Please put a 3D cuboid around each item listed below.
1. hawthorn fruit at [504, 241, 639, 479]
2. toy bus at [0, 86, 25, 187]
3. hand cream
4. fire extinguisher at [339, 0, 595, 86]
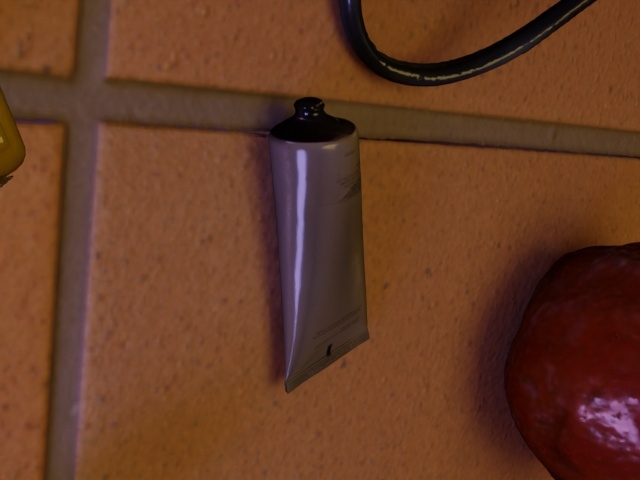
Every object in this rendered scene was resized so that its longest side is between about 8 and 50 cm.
[{"bbox_3d":[0.291,0.110,0.794,0.242,0.272,0.242,-2,93,-38],"label":"hawthorn fruit"},{"bbox_3d":[-0.228,-0.142,0.317,0.152,0.144,0.330,-37,124,-33],"label":"toy bus"},{"bbox_3d":[0.000,0.000,0.643,0.087,0.054,0.186,-28,124,-43],"label":"hand cream"},{"bbox_3d":[0.151,-0.208,0.638,0.376,0.113,0.200,-10,101,-11],"label":"fire extinguisher"}]
